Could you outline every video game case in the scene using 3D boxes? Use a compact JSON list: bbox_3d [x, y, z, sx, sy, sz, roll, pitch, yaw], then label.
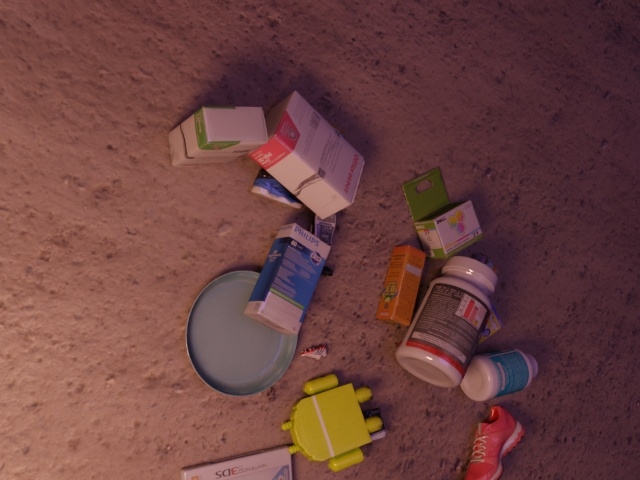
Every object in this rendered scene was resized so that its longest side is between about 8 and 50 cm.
[{"bbox_3d":[-0.197,0.706,1.641,0.300,0.036,0.328,-2,87,-34],"label":"video game case"}]

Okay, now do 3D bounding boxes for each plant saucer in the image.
[{"bbox_3d":[-0.203,0.236,1.679,0.318,0.044,0.317,4,84,-35],"label":"plant saucer"}]

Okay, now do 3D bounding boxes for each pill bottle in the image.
[{"bbox_3d":[0.389,0.239,1.980,0.210,0.210,0.362,41,65,-24],"label":"pill bottle"},{"bbox_3d":[0.585,0.428,2.134,0.264,0.146,0.146,-3,87,-34],"label":"pill bottle"}]

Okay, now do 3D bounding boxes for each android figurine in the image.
[{"bbox_3d":[0.029,0.489,1.765,0.273,0.056,0.248,-15,76,-25],"label":"android figurine"}]

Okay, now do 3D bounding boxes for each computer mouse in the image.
[{"bbox_3d":[0.000,0.000,1.843,0.106,0.042,0.192,12,84,-28],"label":"computer mouse"}]

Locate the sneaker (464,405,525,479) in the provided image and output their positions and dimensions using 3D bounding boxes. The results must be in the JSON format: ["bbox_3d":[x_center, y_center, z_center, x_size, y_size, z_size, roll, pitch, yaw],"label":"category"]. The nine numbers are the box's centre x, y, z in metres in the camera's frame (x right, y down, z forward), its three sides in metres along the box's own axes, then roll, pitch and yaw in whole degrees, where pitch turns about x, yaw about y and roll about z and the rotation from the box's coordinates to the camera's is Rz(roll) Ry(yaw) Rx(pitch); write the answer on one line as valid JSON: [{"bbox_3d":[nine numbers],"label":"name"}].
[{"bbox_3d":[0.530,0.660,2.114,0.136,0.116,0.314,52,53,-7],"label":"sneaker"}]

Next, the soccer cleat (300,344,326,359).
[{"bbox_3d":[-0.017,0.312,1.807,0.083,0.029,0.035,-10,87,-39],"label":"soccer cleat"}]

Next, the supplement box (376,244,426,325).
[{"bbox_3d":[0.243,0.135,1.971,0.080,0.078,0.233,23,72,-30],"label":"supplement box"}]

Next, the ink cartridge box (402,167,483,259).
[{"bbox_3d":[0.385,-0.091,2.078,0.189,0.097,0.255,-27,101,-33],"label":"ink cartridge box"}]

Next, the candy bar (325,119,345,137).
[{"bbox_3d":[0.009,-0.330,1.892,0.161,0.018,0.040,28,74,-29],"label":"candy bar"}]

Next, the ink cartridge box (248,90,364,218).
[{"bbox_3d":[-0.030,-0.224,1.760,0.283,0.117,0.207,41,43,-24],"label":"ink cartridge box"}]

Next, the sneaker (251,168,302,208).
[{"bbox_3d":[-0.106,-0.144,1.771,0.152,0.058,0.084,21,83,-24],"label":"sneaker"}]

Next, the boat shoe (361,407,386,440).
[{"bbox_3d":[0.102,0.530,1.852,0.183,0.065,0.083,-7,81,-37],"label":"boat shoe"}]

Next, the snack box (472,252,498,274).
[{"bbox_3d":[0.527,0.125,2.189,0.100,0.037,0.141,42,65,-25],"label":"snack box"}]

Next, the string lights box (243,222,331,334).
[{"bbox_3d":[-0.082,0.100,1.703,0.133,0.077,0.259,34,65,-28],"label":"string lights box"}]

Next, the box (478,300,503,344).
[{"bbox_3d":[0.497,0.281,2.134,0.179,0.043,0.105,-32,104,-15],"label":"box"}]

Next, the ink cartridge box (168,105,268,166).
[{"bbox_3d":[-0.252,-0.248,1.587,0.160,0.219,0.092,-7,86,-35],"label":"ink cartridge box"}]
